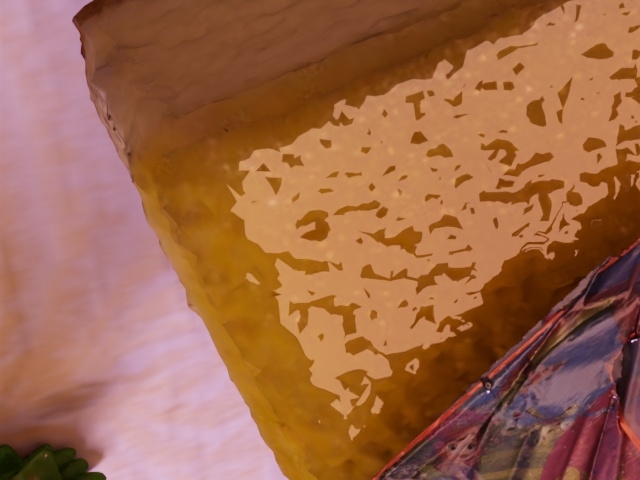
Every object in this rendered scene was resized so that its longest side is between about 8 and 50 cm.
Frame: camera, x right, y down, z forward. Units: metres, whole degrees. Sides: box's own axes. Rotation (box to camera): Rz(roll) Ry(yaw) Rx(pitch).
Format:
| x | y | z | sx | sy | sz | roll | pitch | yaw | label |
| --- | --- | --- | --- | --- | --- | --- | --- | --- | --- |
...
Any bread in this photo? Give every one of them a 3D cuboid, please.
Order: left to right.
| x | y | z | sx | sy | sz | roll | pitch | yaw | label |
| --- | --- | --- | --- | --- | --- | --- | --- | --- | --- |
| 0.124 | 0.007 | 0.683 | 0.324 | 0.143 | 0.333 | -23 | 122 | 4 | bread |

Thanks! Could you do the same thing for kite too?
| x | y | z | sx | sy | sz | roll | pitch | yaw | label |
| --- | --- | --- | --- | --- | --- | --- | --- | --- | --- |
| 0.095 | 0.070 | 0.626 | 0.241 | 0.014 | 0.183 | -11 | 125 | -2 | kite |

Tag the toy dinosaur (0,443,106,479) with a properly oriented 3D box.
| x | y | z | sx | sy | sz | roll | pitch | yaw | label |
| --- | --- | --- | --- | --- | --- | --- | --- | --- | --- |
| -0.142 | 0.185 | 0.808 | 0.152 | 0.177 | 0.194 | 5 | 133 | -35 | toy dinosaur |
